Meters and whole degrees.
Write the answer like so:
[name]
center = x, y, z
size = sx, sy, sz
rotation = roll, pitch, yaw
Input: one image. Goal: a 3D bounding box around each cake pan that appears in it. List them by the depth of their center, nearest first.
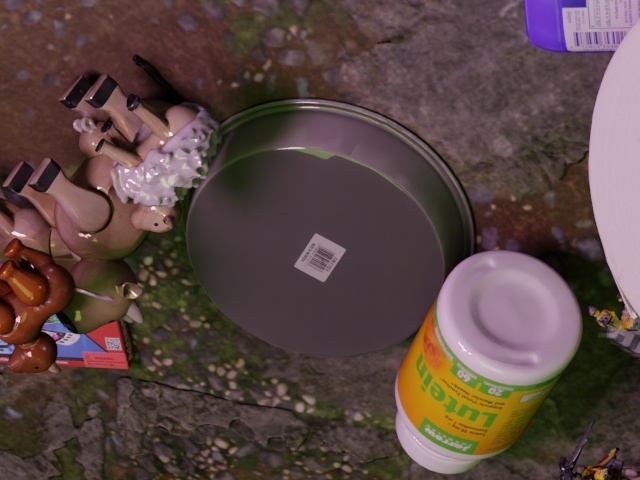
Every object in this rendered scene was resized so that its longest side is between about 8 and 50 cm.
[cake pan]
center = 0.000, 0.000, 1.916
size = 0.293, 0.054, 0.293
rotation = 7, 128, 9

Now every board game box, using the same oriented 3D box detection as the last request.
[board game box]
center = -0.341, 0.065, 2.079
size = 0.281, 0.027, 0.145
rotation = 2, 126, 15

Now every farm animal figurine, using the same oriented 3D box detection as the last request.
[farm animal figurine]
center = -0.223, -0.009, 1.866
size = 0.172, 0.330, 0.327
rotation = 38, 91, -25

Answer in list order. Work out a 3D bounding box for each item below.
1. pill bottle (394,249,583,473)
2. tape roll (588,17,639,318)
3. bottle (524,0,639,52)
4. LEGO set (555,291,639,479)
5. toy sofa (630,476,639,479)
[pill bottle]
center = 0.149, 0.126, 1.898
size = 0.136, 0.136, 0.246
rotation = 21, 146, -1
[tape roll]
center = 0.385, -0.038, 1.532
size = 0.392, 0.072, 0.392
rotation = 18, 119, 36
[bottle]
center = 0.310, -0.214, 1.639
size = 0.282, 0.092, 0.118
rotation = 1, 125, 15
[LEGO set]
center = 0.318, 0.139, 1.771
size = 0.192, 0.255, 0.331
rotation = 29, 92, -7
[toy sofa]
center = 0.304, 0.323, 2.017
size = 0.362, 0.150, 0.177
rotation = -22, 117, 29
